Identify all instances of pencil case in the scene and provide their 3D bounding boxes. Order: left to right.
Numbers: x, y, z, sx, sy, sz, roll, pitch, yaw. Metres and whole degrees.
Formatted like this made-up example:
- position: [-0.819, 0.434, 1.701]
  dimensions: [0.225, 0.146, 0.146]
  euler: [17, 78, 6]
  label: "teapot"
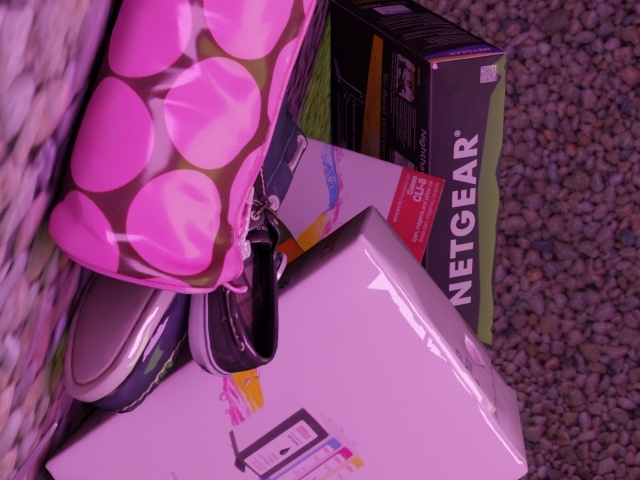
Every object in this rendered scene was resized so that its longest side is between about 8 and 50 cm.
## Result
- position: [-0.051, -0.080, 0.627]
  dimensions: [0.095, 0.098, 0.209]
  euler: [-121, -130, -79]
  label: "pencil case"

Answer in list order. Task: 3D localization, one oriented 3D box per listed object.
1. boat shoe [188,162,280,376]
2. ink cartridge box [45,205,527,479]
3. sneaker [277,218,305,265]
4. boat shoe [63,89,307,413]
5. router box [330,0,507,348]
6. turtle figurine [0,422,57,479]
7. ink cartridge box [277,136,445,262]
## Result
- position: [-0.040, -0.001, 0.692]
  dimensions: [0.049, 0.040, 0.142]
  euler: [11, 76, -50]
  label: "boat shoe"
- position: [-0.013, 0.116, 0.841]
  dimensions: [0.233, 0.168, 0.171]
  euler: [-36, -176, 9]
  label: "ink cartridge box"
- position: [-0.033, 0.089, 1.042]
  dimensions: [0.270, 0.090, 0.145]
  euler: [43, 64, -43]
  label: "sneaker"
- position: [-0.069, 0.003, 0.773]
  dimensions: [0.095, 0.079, 0.254]
  euler: [-21, -145, 33]
  label: "boat shoe"
- position: [0.089, -0.071, 1.348]
  dimensions: [0.243, 0.081, 0.308]
  euler: [-133, -142, -57]
  label: "router box"
- position: [-0.151, 0.201, 0.580]
  dimensions: [0.175, 0.118, 0.234]
  euler: [54, 61, -85]
  label: "turtle figurine"
- position: [0.000, 0.000, 1.174]
  dimensions: [0.128, 0.176, 0.127]
  euler: [104, 4, -62]
  label: "ink cartridge box"
